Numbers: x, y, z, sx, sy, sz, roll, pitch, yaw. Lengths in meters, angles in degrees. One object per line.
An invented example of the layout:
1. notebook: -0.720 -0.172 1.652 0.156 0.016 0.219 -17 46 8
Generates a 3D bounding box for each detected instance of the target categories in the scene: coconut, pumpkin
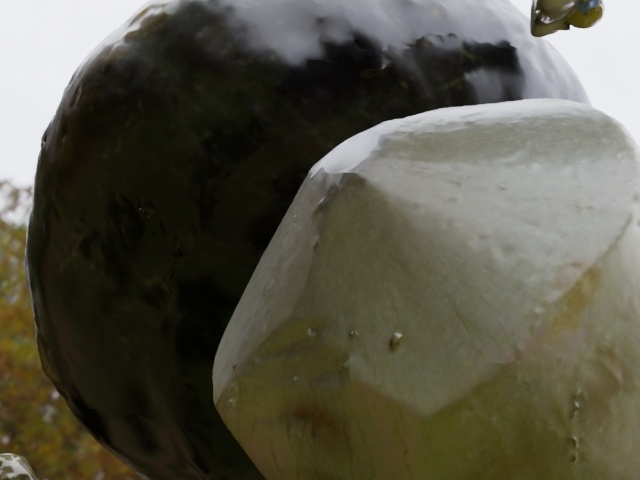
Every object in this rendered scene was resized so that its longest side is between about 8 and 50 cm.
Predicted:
1. coconut: 0.063 0.047 0.694 0.241 0.241 0.241 16 -42 15
2. pumpkin: 0.000 0.000 1.165 0.344 0.454 0.454 35 -23 54

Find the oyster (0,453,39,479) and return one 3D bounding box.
1. oyster: -0.160 0.223 0.786 0.221 0.361 0.096 -25 -38 15

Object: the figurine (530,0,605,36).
1. figurine: 0.163 -0.159 1.019 0.050 0.047 0.083 8 -17 5
